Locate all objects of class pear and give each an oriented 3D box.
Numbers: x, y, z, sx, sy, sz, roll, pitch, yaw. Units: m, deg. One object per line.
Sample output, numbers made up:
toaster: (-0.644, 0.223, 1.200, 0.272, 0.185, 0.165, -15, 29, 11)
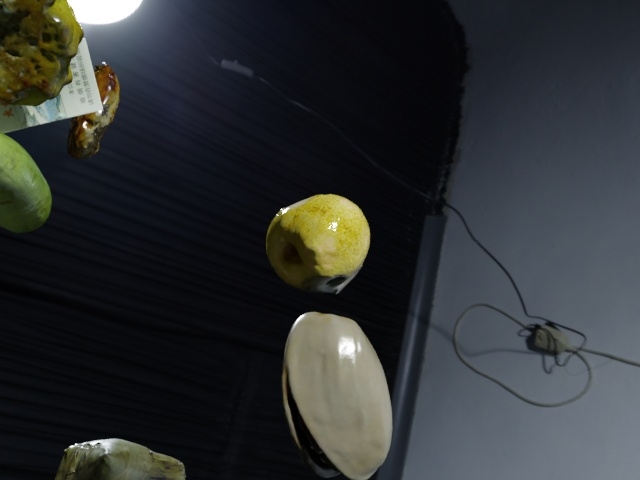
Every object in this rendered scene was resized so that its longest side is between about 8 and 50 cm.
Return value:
pear: (0.000, 0.000, 1.334, 0.271, 0.271, 0.271, -35, 42, 39)

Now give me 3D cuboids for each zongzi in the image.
zongzi: (-0.452, 0.578, 1.311, 0.360, 0.322, 0.160, -36, 44, 43)

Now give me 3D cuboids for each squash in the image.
squash: (-0.543, -0.111, 0.900, 0.370, 0.118, 0.119, 129, 154, -64)

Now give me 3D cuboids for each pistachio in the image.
pistachio: (0.023, 0.261, 0.888, 0.166, 0.197, 0.288, -20, 80, 41)

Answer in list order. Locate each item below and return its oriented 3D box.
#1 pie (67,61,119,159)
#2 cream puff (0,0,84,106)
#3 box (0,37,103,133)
pie: (-0.635, -0.347, 1.461, 0.308, 0.085, 0.309, -29, 54, 49)
cream puff: (-0.566, -0.386, 0.932, 0.282, 0.281, 0.185, -50, 38, 23)
box: (-0.624, -0.341, 1.144, 0.069, 0.256, 0.164, 14, 122, 36)
